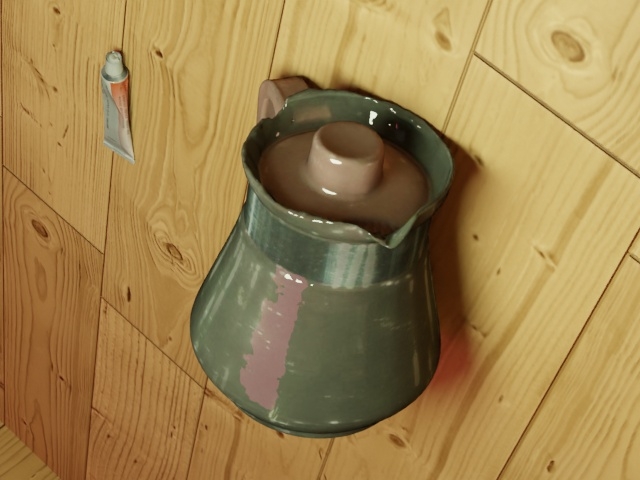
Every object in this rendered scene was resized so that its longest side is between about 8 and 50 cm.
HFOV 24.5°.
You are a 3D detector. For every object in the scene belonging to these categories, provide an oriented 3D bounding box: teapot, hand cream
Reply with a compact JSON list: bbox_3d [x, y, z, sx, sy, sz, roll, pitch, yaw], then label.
[{"bbox_3d":[0.000,0.000,1.733,0.376,0.306,0.361,-117,28,-42],"label":"teapot"},{"bbox_3d":[-0.289,-0.189,2.096,0.216,0.038,0.052,97,150,-56],"label":"hand cream"}]
